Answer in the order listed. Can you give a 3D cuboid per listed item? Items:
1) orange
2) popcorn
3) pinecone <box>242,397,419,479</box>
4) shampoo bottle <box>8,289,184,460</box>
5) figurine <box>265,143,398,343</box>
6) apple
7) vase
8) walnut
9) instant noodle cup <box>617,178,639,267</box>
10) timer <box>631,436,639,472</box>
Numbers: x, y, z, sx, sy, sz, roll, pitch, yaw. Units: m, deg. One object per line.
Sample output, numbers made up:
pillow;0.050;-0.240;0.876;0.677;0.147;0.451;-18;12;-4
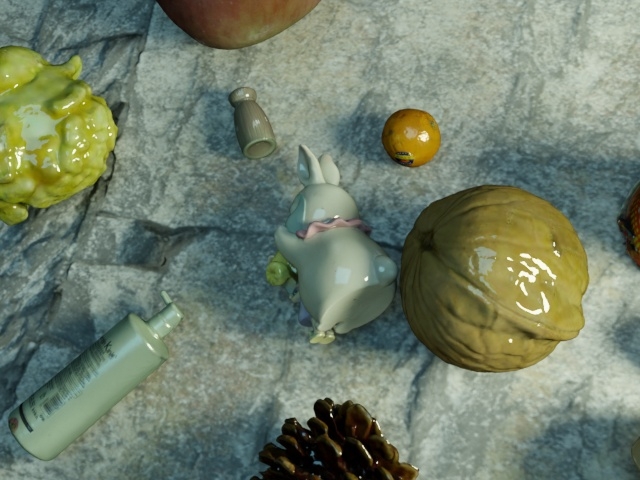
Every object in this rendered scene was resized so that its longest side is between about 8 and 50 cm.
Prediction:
orange;0.124;-0.141;1.008;0.084;0.083;0.083;-3;73;10
popcorn;-0.424;-0.149;1.072;0.256;0.195;0.254;1;83;12
pinecone;-0.001;0.298;0.853;0.186;0.168;0.212;23;59;37
shampoo bottle;-0.289;0.179;0.993;0.262;0.085;0.085;-41;70;-3
figurine;0.000;0.000;0.970;0.155;0.127;0.235;-55;46;36
apple;-0.108;-0.426;1.063;0.306;0.235;0.305;-2;73;7
vase;-0.101;-0.173;1.080;0.053;0.053;0.100;-21;67;5
walnut;0.205;0.047;0.871;0.228;0.228;0.227;-3;73;10
instant noodle cup;0.459;-0.047;0.842;0.193;0.212;0.193;-3;73;11
timer;0.354;0.326;0.805;0.266;0.175;0.175;-48;70;14
